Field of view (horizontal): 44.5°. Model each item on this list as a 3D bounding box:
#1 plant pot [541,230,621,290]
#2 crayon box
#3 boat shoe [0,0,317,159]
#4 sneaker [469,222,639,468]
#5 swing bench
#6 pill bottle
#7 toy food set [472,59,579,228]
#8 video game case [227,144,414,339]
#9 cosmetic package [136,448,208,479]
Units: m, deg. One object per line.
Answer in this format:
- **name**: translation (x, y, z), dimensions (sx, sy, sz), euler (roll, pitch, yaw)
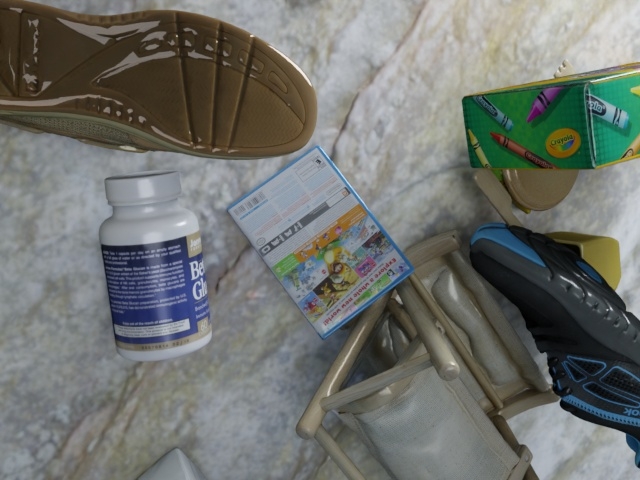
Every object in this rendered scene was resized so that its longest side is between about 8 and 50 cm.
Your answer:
- **plant pot**: translation (0.306, 0.029, 0.916), dimensions (0.083, 0.081, 0.082), euler (-13, 103, -28)
- **crayon box**: translation (0.308, -0.137, 0.813), dimensions (0.278, 0.165, 0.081), euler (-16, 102, -29)
- **boat shoe**: translation (-0.172, -0.142, 0.708), dimensions (0.340, 0.110, 0.122), euler (9, 84, -17)
- **sneaker**: translation (0.277, 0.117, 0.821), dimensions (0.340, 0.125, 0.140), euler (38, 114, -3)
- **swing bench**: translation (0.130, 0.171, 0.812), dimensions (0.165, 0.255, 0.253), euler (-28, 109, 23)
- **pill bottle**: translation (-0.159, 0.021, 0.745), dimensions (0.094, 0.094, 0.170), euler (-9, 102, -17)
- **toy food set**: translation (0.247, -0.099, 0.900), dimensions (0.192, 0.038, 0.132), euler (-49, 116, -17)
- **video game case**: translation (0.000, 0.000, 0.802), dimensions (0.119, 0.015, 0.166), euler (-36, 82, -10)
- **cosmetic package**: translation (-0.100, 0.435, 0.804), dimensions (0.217, 0.156, 0.385), euler (-38, 110, -9)
